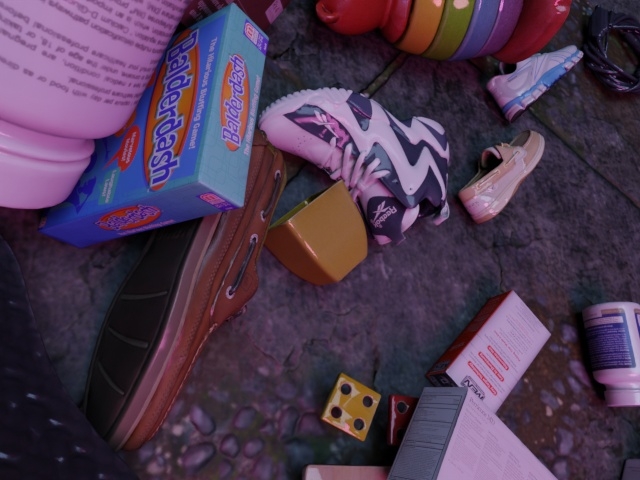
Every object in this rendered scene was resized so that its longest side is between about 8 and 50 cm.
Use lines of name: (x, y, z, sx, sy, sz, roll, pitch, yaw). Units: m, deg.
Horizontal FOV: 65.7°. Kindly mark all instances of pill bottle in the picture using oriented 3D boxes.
pill bottle: (0.367, 0.140, 0.608, 0.067, 0.067, 0.120, 8, 68, -18)
pill bottle: (-0.181, -0.172, 0.337, 0.160, 0.160, 0.283, 33, 107, -7)

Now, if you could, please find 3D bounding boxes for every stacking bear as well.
stacking bear: (0.134, -0.319, 0.640, 0.289, 0.164, 0.175, 1, 70, -9)

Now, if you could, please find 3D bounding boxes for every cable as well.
cable: (0.520, -0.316, 0.853, 0.151, 0.047, 0.184, 22, 62, -18)

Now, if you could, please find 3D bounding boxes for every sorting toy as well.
sorting toy: (0.040, 0.265, 0.448, 0.132, 0.046, 0.274, 9, 68, -18)

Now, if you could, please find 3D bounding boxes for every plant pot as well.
plant pot: (0.000, 0.000, 0.516, 0.081, 0.081, 0.083, -39, 100, -28)

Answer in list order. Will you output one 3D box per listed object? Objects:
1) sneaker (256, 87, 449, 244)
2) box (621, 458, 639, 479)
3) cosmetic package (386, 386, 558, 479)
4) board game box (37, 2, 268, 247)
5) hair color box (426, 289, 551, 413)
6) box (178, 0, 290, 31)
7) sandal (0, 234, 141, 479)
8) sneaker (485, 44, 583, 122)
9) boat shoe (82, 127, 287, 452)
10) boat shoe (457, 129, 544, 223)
sneaker: (0.048, -0.070, 0.547, 0.235, 0.094, 0.153, 10, 59, -28)
box: (0.404, 0.307, 0.541, 0.101, 0.102, 0.087, 39, 60, -5)
cosmetic package: (0.170, 0.248, 0.462, 0.239, 0.060, 0.099, 46, 56, -17)
board game box: (-0.146, -0.088, 0.423, 0.047, 0.210, 0.160, 32, 55, -49)
hair color box: (0.191, 0.128, 0.558, 0.141, 0.043, 0.072, -38, 87, -29)
box: (-0.207, -0.367, 0.489, 0.381, 0.191, 0.143, 42, 96, -1)
sandal: (-0.251, 0.126, 0.323, 0.445, 0.107, 0.168, 48, 29, 17)
sneaker: (0.315, -0.255, 0.735, 0.191, 0.071, 0.083, -39, 82, -28)
boat shoe: (-0.104, 0.036, 0.439, 0.104, 0.111, 0.307, 30, 76, -43)
boat shoe: (0.236, -0.098, 0.647, 0.059, 0.063, 0.170, 44, 63, -8)
